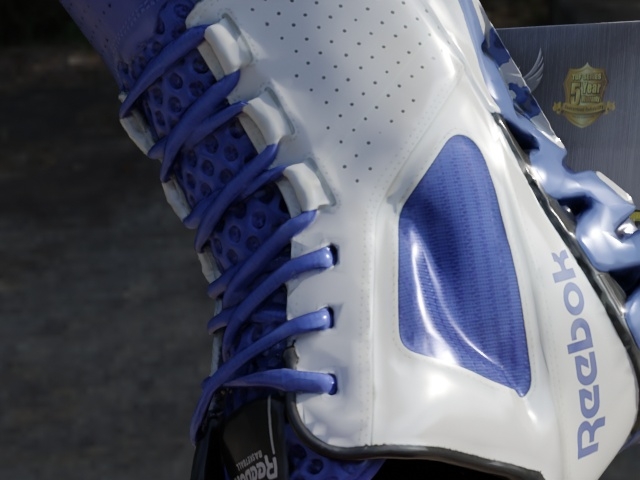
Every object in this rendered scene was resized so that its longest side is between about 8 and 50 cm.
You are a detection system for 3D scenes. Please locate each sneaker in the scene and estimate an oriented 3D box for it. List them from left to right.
[{"bbox_3d":[0.001,0.001,0.677,0.127,0.315,0.182,-35,12,51],"label":"sneaker"}]

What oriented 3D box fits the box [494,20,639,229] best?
[{"bbox_3d":[0.150,-0.005,0.846,0.056,0.183,0.231,4,0,-43],"label":"box"}]
